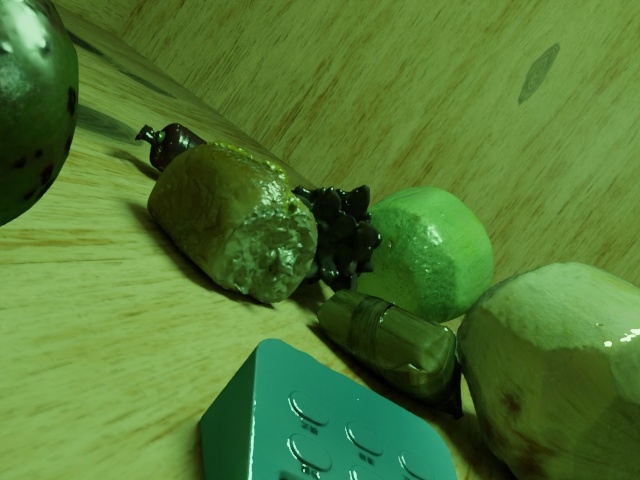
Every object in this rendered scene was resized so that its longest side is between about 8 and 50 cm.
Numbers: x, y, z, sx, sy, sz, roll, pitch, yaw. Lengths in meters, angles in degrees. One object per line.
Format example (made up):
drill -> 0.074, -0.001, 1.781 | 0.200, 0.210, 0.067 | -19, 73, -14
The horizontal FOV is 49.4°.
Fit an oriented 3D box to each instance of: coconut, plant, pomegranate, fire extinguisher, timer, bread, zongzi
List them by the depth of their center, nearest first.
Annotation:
pomegranate -> -0.319, -0.095, 0.511 | 0.242, 0.242, 0.306 | 35, 48, -6
timer -> 0.027, 0.209, 0.536 | 0.231, 0.091, 0.250 | 33, 12, -21
bread -> -0.109, -0.034, 1.015 | 0.246, 0.176, 0.195 | 42, 11, 38
coconut -> 0.404, 0.230, 1.032 | 0.415, 0.345, 0.415 | 36, 9, -7
zongzi -> 0.118, 0.179, 1.093 | 0.221, 0.112, 0.242 | 26, -20, 33
plant -> 0.000, 0.000, 1.227 | 0.181, 0.194, 0.320 | 1, 1, -3
fire extinguisher -> -0.211, -0.120, 1.313 | 0.341, 0.105, 0.141 | 33, 7, -36
coconut -> 0.207, 0.036, 1.472 | 0.328, 0.281, 0.328 | -1, 19, 0

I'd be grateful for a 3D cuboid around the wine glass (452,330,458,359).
wine glass -> 0.192, 0.197, 1.231 | 0.093, 0.093, 0.202 | 38, 7, 17
